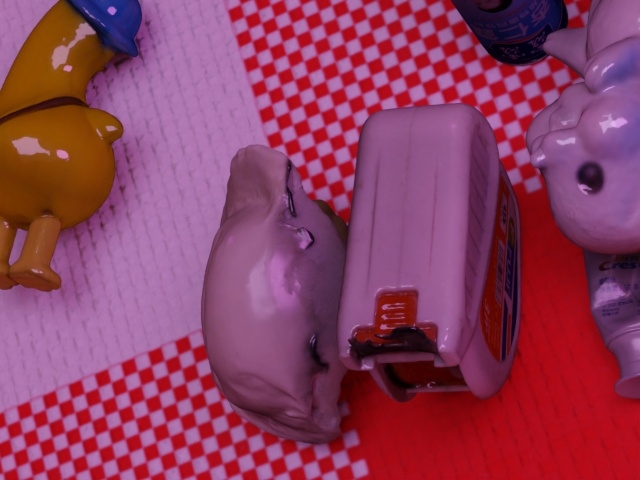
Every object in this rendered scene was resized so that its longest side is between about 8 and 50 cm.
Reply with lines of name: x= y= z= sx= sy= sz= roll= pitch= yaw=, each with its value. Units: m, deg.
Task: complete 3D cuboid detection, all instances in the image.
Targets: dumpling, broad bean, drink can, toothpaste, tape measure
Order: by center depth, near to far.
tape measure: x=0.099 y=0.024 z=1.633 sx=0.130 sy=0.265 sz=0.258 roll=-4 pitch=62 yaw=17
toothpaste: x=0.288 y=0.014 z=1.686 sx=0.096 sy=0.061 sz=0.266 roll=-12 pitch=63 yaw=19
drink can: x=0.162 y=-0.250 z=1.707 sx=0.097 sy=0.235 sz=0.097 roll=-6 pitch=72 yaw=19
dumpling: x=-0.047 y=0.055 z=1.746 sx=0.227 sy=0.175 sz=0.243 roll=-4 pitch=64 yaw=61
broad bean: x=0.000 y=0.000 z=1.802 sx=0.063 sy=0.045 sz=0.083 roll=-23 pitch=75 yaw=2

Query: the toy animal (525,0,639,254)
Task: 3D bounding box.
toy animal: x=0.291 y=-0.132 z=1.632 sx=0.289 sy=0.174 sz=0.249 roll=-59 pitch=18 yaw=11

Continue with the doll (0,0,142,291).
doll: x=-0.287 y=-0.126 z=1.898 sx=0.199 sy=0.145 sz=0.363 roll=1 pitch=68 yaw=26
